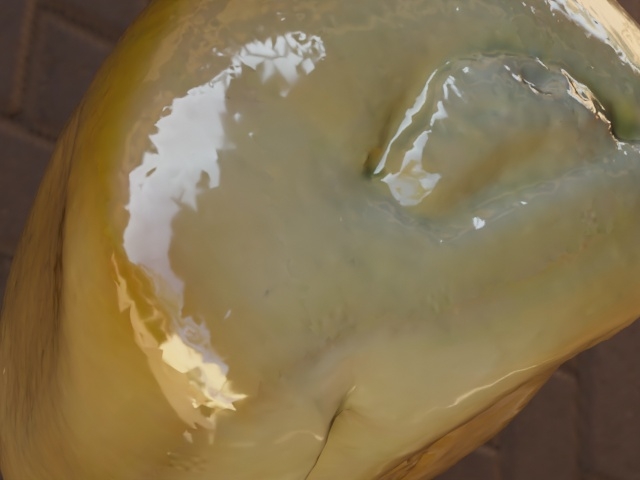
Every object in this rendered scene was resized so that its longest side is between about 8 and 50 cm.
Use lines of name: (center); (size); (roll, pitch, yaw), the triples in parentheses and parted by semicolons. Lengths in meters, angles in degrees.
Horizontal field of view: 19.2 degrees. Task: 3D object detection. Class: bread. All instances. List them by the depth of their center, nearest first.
bread: (0.000, 0.000, 0.946); (0.348, 0.376, 0.253); (-22, 78, -22)
